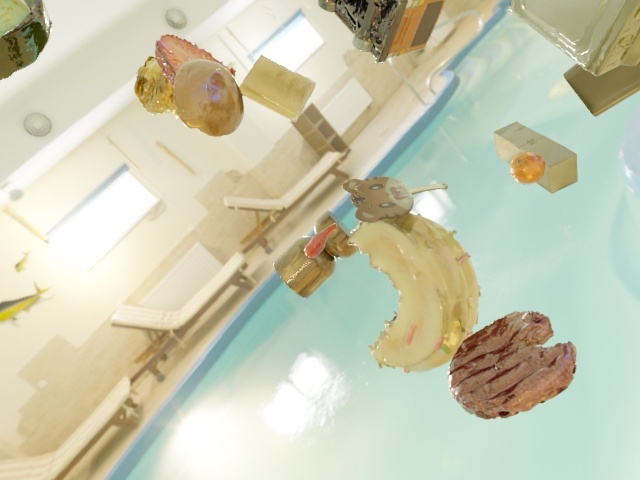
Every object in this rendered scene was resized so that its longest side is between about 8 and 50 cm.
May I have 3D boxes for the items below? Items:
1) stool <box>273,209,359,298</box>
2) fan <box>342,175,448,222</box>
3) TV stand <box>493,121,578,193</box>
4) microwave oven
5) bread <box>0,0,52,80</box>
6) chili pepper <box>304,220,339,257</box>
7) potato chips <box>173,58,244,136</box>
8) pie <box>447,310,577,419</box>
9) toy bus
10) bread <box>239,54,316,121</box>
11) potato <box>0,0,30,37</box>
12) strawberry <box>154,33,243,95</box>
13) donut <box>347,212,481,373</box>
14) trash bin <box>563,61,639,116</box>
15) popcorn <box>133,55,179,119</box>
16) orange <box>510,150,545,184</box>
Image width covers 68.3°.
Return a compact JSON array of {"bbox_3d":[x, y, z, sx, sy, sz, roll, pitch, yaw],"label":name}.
[{"bbox_3d":[-0.009,0.049,1.614,0.264,0.179,0.179,-43,17,9],"label":"stool"},{"bbox_3d":[0.167,-0.099,1.000,0.226,0.008,0.153,-10,43,-11],"label":"fan"},{"bbox_3d":[0.586,-0.237,1.303,0.082,0.088,0.269,-25,35,1],"label":"TV stand"},{"bbox_3d":[0.602,-0.527,0.893,0.354,0.286,0.218,-27,-27,-13],"label":"microwave oven"},{"bbox_3d":[-0.837,-0.519,1.088,0.382,0.366,0.129,-51,-8,-32],"label":"bread"},{"bbox_3d":[0.000,0.000,1.315,0.027,0.045,0.178,-3,-29,-42],"label":"chili pepper"},{"bbox_3d":[-0.255,-0.344,1.111,0.061,0.195,0.208,-21,14,42],"label":"potato chips"},{"bbox_3d":[0.300,0.195,0.756,0.204,0.054,0.219,-32,11,25],"label":"pie"},{"bbox_3d":[0.071,-0.356,0.660,0.114,0.201,0.098,-24,-24,-26],"label":"toy bus"},{"bbox_3d":[-0.117,-0.418,1.302,0.140,0.178,0.060,-61,-3,-17],"label":"bread"},{"bbox_3d":[-0.781,-0.473,0.858,0.330,0.280,0.213,-42,-3,-9],"label":"potato"},{"bbox_3d":[-0.361,-0.468,1.388,0.106,0.286,0.188,-28,28,52],"label":"strawberry"},{"bbox_3d":[0.210,0.106,1.050,0.150,0.371,0.307,-11,-1,-36],"label":"donut"},{"bbox_3d":[0.785,-0.459,1.218,0.240,0.164,0.122,-36,0,44],"label":"trash bin"},{"bbox_3d":[-0.491,-0.513,1.535,0.250,0.190,0.250,-24,51,34],"label":"popcorn"},{"bbox_3d":[0.510,-0.179,1.166,0.083,0.083,0.083,-39,18,15],"label":"orange"}]
